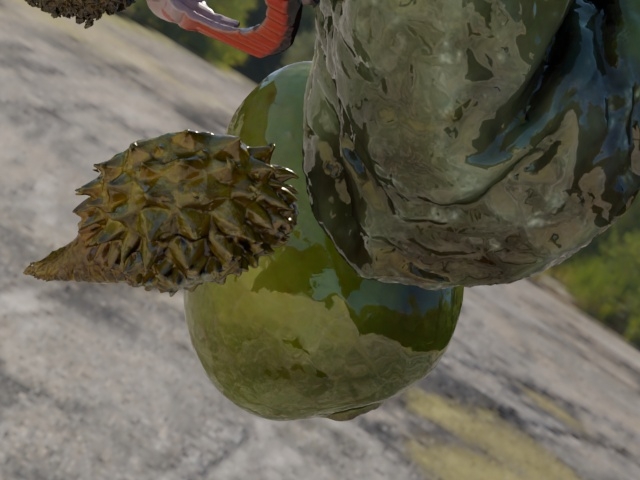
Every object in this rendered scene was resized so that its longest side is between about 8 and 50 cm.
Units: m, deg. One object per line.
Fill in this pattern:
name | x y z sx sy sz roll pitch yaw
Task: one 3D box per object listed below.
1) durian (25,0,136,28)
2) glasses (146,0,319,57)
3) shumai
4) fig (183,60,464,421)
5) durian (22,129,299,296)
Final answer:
durian | -0.211 -0.287 1.169 0.196 0.196 0.167 38 -26 48
glasses | -0.052 -0.178 0.466 0.162 0.095 0.255 29 -32 3
shumai | 0.066 -0.148 0.778 0.263 0.304 0.309 43 32 -48
fig | 0.000 0.000 1.139 0.258 0.326 0.258 -4 -2 0
durian | -0.123 0.002 0.906 0.140 0.224 0.078 45 28 -47
